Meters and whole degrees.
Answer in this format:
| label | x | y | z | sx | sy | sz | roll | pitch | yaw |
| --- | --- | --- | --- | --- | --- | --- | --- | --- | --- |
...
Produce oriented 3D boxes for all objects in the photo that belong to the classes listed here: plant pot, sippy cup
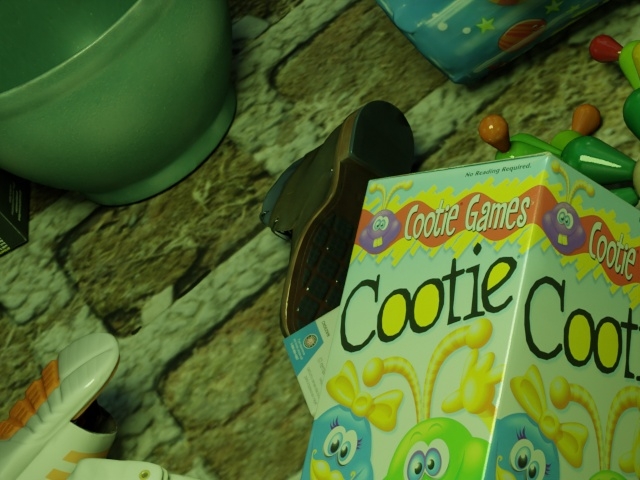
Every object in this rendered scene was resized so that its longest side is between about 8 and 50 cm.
| label | x | y | z | sx | sy | sz | roll | pitch | yaw |
| --- | --- | --- | --- | --- | --- | --- | --- | --- | --- |
| plant pot | -0.194 | -0.156 | 1.510 | 0.293 | 0.196 | 0.293 | -22 | 39 | 19 |
| sippy cup | 0.144 | -0.251 | 1.348 | 0.224 | 0.305 | 0.240 | -39 | 64 | 13 |

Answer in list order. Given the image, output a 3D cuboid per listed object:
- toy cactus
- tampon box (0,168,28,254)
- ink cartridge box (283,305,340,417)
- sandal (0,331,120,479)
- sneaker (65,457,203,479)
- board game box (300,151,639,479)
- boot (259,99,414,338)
| label | x | y | z | sx | sy | sz | roll | pitch | yaw |
| --- | --- | --- | --- | --- | --- | --- | --- | --- | --- |
| toy cactus | 0.207 | -0.061 | 1.188 | 0.180 | 0.112 | 0.219 | 16 | 50 | 35 |
| tampon box | -0.355 | -0.063 | 1.562 | 0.101 | 0.161 | 0.120 | -28 | 36 | 13 |
| ink cartridge box | 0.045 | 0.078 | 1.187 | 0.122 | 0.052 | 0.088 | -31 | 37 | 4 |
| sandal | -0.216 | 0.178 | 1.274 | 0.265 | 0.076 | 0.102 | -48 | 18 | 17 |
| sneaker | -0.111 | 0.226 | 1.100 | 0.292 | 0.108 | 0.169 | 16 | 63 | 48 |
| board game box | 0.094 | 0.110 | 0.953 | 0.142 | 0.144 | 0.275 | -8 | 63 | 47 |
| boot | 0.000 | 0.000 | 1.312 | 0.106 | 0.082 | 0.219 | -24 | 36 | 51 |
